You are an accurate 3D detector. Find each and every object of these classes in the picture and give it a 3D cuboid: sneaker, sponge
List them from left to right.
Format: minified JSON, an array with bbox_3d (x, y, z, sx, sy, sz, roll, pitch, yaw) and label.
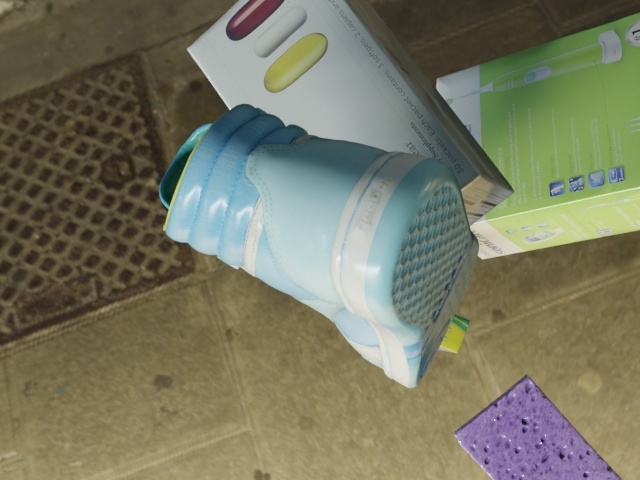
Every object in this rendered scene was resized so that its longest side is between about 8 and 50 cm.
[{"bbox_3d":[0.000,0.000,0.637,0.208,0.319,0.127,23,73,19],"label":"sneaker"},{"bbox_3d":[0.274,0.275,1.033,0.117,0.031,0.210,-42,86,7],"label":"sponge"}]

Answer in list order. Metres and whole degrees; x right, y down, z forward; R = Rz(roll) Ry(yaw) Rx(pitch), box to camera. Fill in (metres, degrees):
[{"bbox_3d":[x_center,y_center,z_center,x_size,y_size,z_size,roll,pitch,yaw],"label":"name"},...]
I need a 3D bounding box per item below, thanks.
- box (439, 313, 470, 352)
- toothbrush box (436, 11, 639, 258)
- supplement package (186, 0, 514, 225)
[{"bbox_3d":[0.067,0.071,0.957,0.179,0.105,0.043,22,84,-3],"label":"box"},{"bbox_3d":[0.283,-0.113,0.978,0.283,0.122,0.206,-13,64,32],"label":"toothbrush box"},{"bbox_3d":[0.036,-0.111,0.820,0.145,0.204,0.262,-39,76,16],"label":"supplement package"}]
